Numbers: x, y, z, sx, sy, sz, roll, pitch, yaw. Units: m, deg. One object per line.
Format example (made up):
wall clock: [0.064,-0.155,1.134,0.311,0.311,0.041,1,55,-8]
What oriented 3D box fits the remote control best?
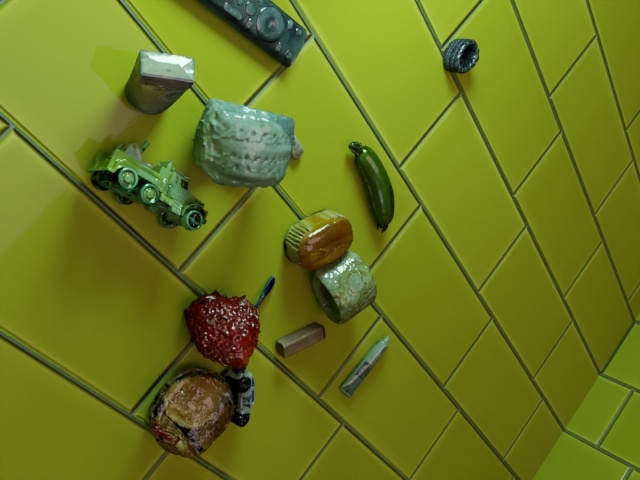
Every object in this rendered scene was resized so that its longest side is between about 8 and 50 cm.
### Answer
remote control: [-0.182,-0.534,1.434,0.378,0.044,0.107,28,90,-41]

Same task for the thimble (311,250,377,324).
thimble: [0.064,0.127,1.798,0.144,0.137,0.190,-33,111,-24]

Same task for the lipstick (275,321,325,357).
lipstick: [-0.055,0.283,1.813,0.146,0.045,0.045,-22,120,-33]

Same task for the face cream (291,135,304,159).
face cream: [-0.074,-0.248,1.632,0.040,0.021,0.083,-48,128,-17]

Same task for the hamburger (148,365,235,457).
hamburger: [-0.326,0.425,1.599,0.231,0.107,0.230,-4,99,-29]

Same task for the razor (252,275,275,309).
razor: [-0.165,0.159,1.694,0.154,0.028,0.044,-52,129,-12]

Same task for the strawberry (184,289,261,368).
strawberry: [-0.229,0.225,1.562,0.185,0.201,0.186,-23,139,-11]

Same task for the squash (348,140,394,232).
squash: [0.162,-0.157,1.819,0.080,0.071,0.318,-38,125,-22]

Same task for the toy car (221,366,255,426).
toy car: [-0.218,0.408,1.700,0.070,0.080,0.170,-11,110,-49]

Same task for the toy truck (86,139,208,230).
toy truck: [-0.357,-0.122,1.387,0.260,0.128,0.135,39,66,-40]

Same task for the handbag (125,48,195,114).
handbag: [-0.335,-0.322,1.315,0.117,0.173,0.095,4,79,-27]

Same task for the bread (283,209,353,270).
bread: [0.000,0.000,1.723,0.191,0.114,0.132,-28,123,-23]

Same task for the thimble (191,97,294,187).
thimble: [-0.177,-0.217,1.441,0.250,0.205,0.171,-6,115,-55]

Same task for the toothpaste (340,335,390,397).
toothpaste: [0.148,0.395,2.022,0.233,0.038,0.060,-50,125,-10]

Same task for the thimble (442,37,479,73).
thimble: [0.418,-0.550,1.894,0.104,0.066,0.095,-30,124,-27]
